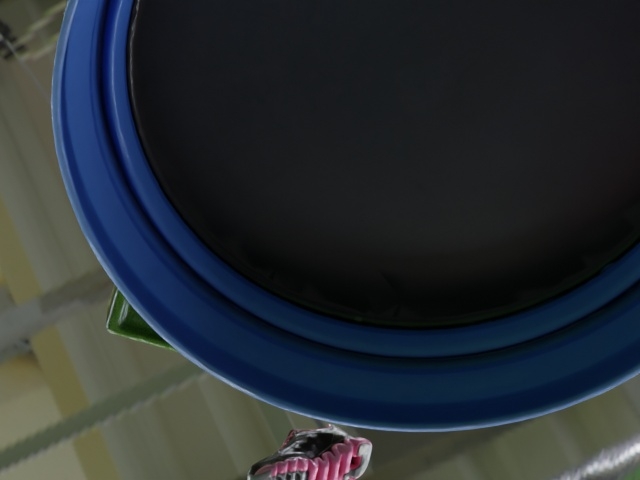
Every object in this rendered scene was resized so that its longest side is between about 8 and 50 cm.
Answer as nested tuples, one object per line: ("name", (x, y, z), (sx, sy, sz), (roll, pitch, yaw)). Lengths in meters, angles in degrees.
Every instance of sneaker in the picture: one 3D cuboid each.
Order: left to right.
("sneaker", (-0.017, 0.177, 1.284), (0.119, 0.047, 0.057), (-10, -145, -39))

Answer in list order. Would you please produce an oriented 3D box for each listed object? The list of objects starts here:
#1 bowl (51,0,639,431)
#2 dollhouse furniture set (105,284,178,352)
("bowl", (0.056, -0.075, 0.845), (0.391, 0.391, 0.077), (-7, -151, 5))
("dollhouse furniture set", (0.000, 0.000, 1.215), (0.301, 0.197, 0.151), (17, -65, -12))
